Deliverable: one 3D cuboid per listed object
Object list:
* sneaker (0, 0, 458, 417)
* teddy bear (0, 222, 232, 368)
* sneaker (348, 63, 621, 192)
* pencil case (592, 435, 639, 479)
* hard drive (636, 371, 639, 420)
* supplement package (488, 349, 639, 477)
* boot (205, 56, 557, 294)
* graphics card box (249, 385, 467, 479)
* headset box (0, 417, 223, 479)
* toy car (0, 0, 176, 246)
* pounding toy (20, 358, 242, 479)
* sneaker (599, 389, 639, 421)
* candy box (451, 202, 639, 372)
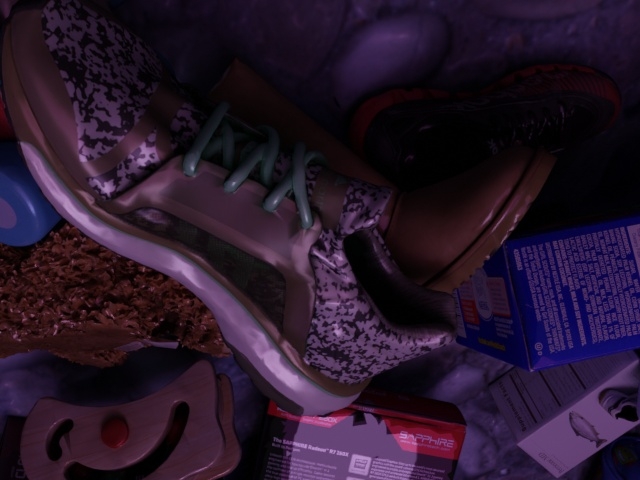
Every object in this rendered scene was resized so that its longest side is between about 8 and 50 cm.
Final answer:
[{"bbox_3d":[-0.038,-0.035,0.565,0.182,0.158,0.410,-22,126,34],"label":"sneaker"},{"bbox_3d":[-0.204,0.047,0.745,0.337,0.113,0.245,-8,154,15],"label":"teddy bear"},{"bbox_3d":[0.171,-0.099,0.740,0.275,0.135,0.098,-10,122,-7],"label":"sneaker"},{"bbox_3d":[0.444,0.429,1.146,0.133,0.119,0.306,12,123,7],"label":"pencil case"},{"bbox_3d":[0.495,0.200,0.970,0.040,0.210,0.318,-15,135,44],"label":"hard drive"},{"bbox_3d":[0.325,0.193,0.978,0.179,0.105,0.105,-41,122,15],"label":"supplement package"},{"bbox_3d":[0.023,-0.062,0.655,0.269,0.089,0.236,38,130,0],"label":"boot"},{"bbox_3d":[0.017,0.355,0.931,0.232,0.094,0.371,11,99,-4],"label":"graphics card box"},{"bbox_3d":[-0.288,0.343,0.941,0.293,0.110,0.218,13,118,-19],"label":"headset box"},{"bbox_3d":[-0.278,-0.133,0.617,0.237,0.219,0.210,3,127,21],"label":"toy car"},{"bbox_3d":[-0.207,0.229,0.826,0.269,0.154,0.155,-31,157,-4],"label":"pounding toy"},{"bbox_3d":[0.368,0.198,0.904,0.083,0.037,0.032,3,119,-16],"label":"sneaker"},{"bbox_3d":[0.303,0.027,0.762,0.316,0.268,0.122,-11,88,-4],"label":"candy box"}]
